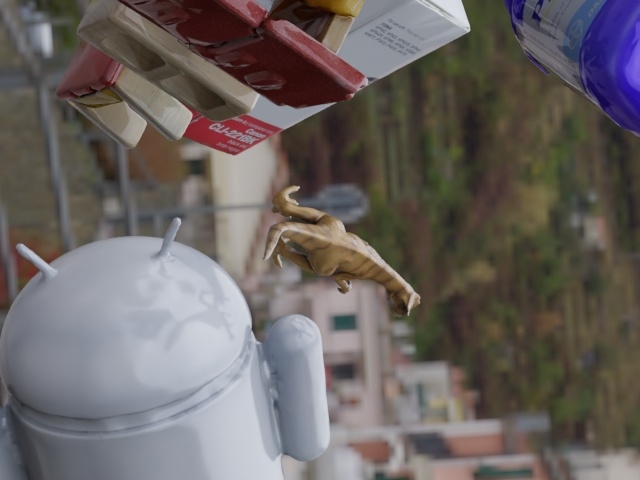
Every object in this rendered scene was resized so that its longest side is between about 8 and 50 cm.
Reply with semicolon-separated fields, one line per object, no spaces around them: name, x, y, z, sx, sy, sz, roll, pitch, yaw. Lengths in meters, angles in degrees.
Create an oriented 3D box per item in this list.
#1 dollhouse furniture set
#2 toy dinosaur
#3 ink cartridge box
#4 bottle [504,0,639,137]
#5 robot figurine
dollhouse furniture set;-0.074;-0.198;1.326;0.374;0.152;0.201;-5;-124;62
toy dinosaur;0.000;0.000;1.484;0.211;0.112;0.064;24;90;-47
ink cartridge box;-0.024;-0.228;1.808;0.114;0.273;0.197;18;50;-56
bottle;0.171;-0.143;1.165;0.092;0.118;0.283;39;7;-21
robot figurine;-0.138;0.145;1.578;0.200;0.300;0.353;-122;-162;-60
